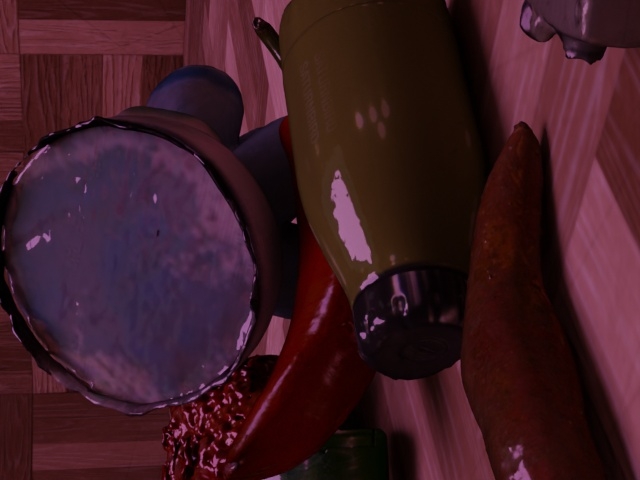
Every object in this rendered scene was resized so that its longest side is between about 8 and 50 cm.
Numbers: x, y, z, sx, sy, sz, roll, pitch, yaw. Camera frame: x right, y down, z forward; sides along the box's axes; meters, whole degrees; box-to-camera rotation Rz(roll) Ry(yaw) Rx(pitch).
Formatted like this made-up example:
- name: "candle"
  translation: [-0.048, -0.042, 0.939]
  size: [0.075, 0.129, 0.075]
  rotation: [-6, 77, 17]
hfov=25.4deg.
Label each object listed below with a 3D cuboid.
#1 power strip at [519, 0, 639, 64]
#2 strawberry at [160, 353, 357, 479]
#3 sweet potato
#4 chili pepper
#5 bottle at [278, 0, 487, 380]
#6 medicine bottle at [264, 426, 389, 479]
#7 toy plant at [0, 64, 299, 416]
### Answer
- name: "power strip"
  translation: [0.123, -0.207, 0.537]
  size: [0.080, 0.048, 0.286]
  rotation: [-117, 28, -63]
- name: "strawberry"
  translation: [-0.046, 0.181, 1.190]
  size: [0.184, 0.187, 0.201]
  rotation: [54, 165, 6]
- name: "sweet potato"
  translation: [0.100, 0.061, 0.679]
  size: [0.078, 0.058, 0.255]
  rotation: [124, 150, -45]
- name: "chili pepper"
  translation: [0.005, 0.006, 0.994]
  size: [0.092, 0.137, 0.368]
  rotation: [-32, 45, 38]
- name: "bottle"
  translation: [0.041, -0.043, 0.832]
  size: [0.112, 0.112, 0.260]
  rotation: [102, 164, -52]
- name: "medicine bottle"
  translation: [0.001, 0.273, 1.027]
  size: [0.133, 0.133, 0.274]
  rotation: [137, 131, -76]
- name: "toy plant"
  translation: [-0.087, -0.022, 1.177]
  size: [0.332, 0.247, 0.247]
  rotation: [-34, -49, -61]
